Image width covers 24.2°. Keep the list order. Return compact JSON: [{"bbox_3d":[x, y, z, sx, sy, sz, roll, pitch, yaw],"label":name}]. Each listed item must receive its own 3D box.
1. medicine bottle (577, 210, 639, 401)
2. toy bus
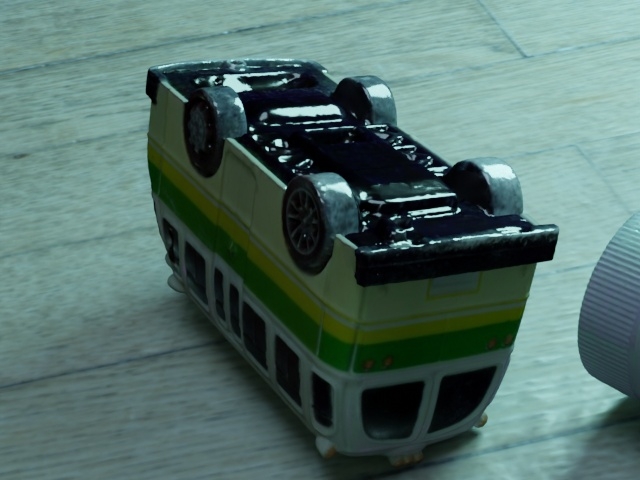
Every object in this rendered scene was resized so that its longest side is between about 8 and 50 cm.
[{"bbox_3d":[0.273,0.069,0.854,0.139,0.139,0.225,-31,39,-33],"label":"medicine bottle"},{"bbox_3d":[0.000,0.000,0.976,0.143,0.179,0.305,-8,30,-30],"label":"toy bus"}]
